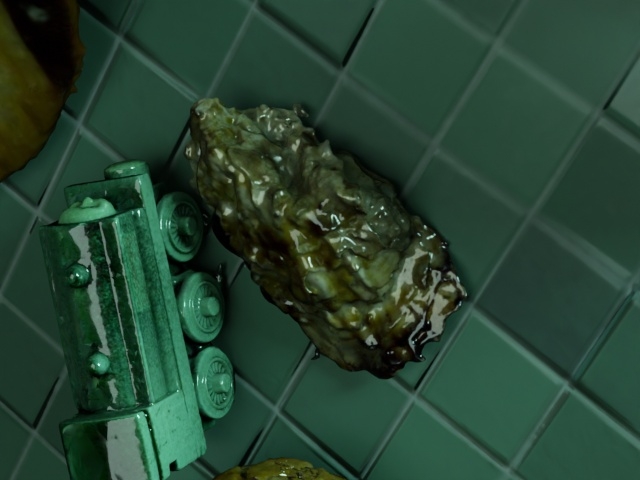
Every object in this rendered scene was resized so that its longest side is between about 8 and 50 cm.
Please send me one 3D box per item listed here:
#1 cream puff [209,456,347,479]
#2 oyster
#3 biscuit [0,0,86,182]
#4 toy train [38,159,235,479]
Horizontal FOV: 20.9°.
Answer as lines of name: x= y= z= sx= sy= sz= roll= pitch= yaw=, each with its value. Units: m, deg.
cream puff: x=-0.029 y=0.194 z=0.920 sx=0.150 sy=0.115 sz=0.165 roll=30 pitch=116 yaw=25
oyster: x=-0.006 y=-0.005 z=0.897 sx=0.105 sy=0.056 sz=0.177 roll=-34 pitch=89 yaw=39
biscuit: x=-0.285 y=-0.126 z=0.926 sx=0.318 sy=0.040 sz=0.318 roll=2 pitch=137 yaw=2
toy train: x=-0.100 y=0.045 z=0.927 sx=0.071 sy=0.111 sz=0.170 roll=-7 pitch=99 yaw=26
